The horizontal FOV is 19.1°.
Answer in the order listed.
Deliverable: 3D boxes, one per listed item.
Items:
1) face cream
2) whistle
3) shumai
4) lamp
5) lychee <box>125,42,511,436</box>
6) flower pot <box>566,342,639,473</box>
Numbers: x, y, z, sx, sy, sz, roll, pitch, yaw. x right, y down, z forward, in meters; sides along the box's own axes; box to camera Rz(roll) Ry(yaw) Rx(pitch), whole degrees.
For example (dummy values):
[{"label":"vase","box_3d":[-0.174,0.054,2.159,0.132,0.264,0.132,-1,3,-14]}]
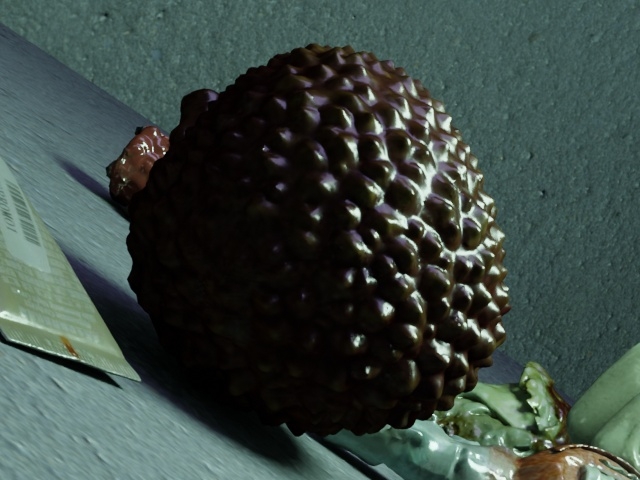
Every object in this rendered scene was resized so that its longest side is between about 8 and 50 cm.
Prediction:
[{"label":"face cream","box_3d":[-0.248,-0.029,1.314,0.341,0.084,0.137,49,13,34]},{"label":"whistle","box_3d":[0.167,0.216,1.620,0.346,0.133,0.142,28,47,-7]},{"label":"shumai","box_3d":[0.181,0.184,1.938,0.184,0.142,0.184,39,2,-2]},{"label":"lamp","box_3d":[-0.114,-0.028,2.062,0.253,0.118,0.118,30,3,12]},{"label":"lychee","box_3d":[0.000,0.000,1.470,0.330,0.306,0.306,41,5,15]},{"label":"flower pot","box_3d":[0.401,0.265,1.744,0.367,0.164,0.254,46,-3,45]}]
